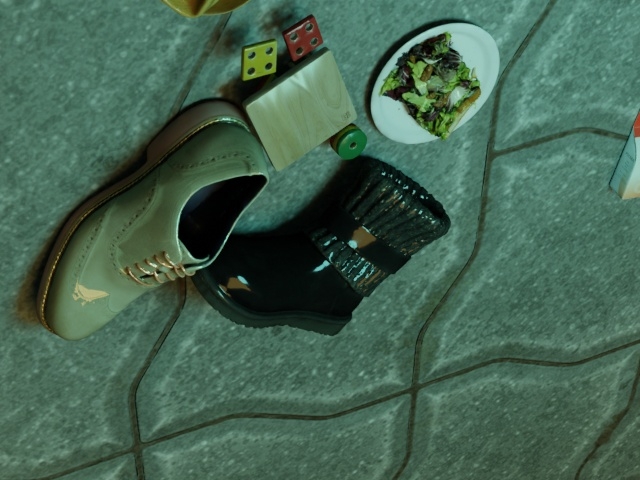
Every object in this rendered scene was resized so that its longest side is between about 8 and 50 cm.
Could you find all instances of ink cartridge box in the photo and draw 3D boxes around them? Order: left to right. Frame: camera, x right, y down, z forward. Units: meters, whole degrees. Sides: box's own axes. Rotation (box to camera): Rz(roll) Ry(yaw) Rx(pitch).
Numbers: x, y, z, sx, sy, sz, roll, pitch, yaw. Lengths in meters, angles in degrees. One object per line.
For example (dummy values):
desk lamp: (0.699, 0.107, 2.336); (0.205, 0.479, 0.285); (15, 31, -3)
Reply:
ink cartridge box: (0.552, -0.151, 2.262); (0.145, 0.045, 0.179); (-9, 136, -26)

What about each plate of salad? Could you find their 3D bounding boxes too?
plate of salad: (0.162, -0.207, 1.955); (0.200, 0.048, 0.199); (-17, 137, -17)

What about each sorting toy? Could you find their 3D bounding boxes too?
sorting toy: (-0.036, -0.182, 1.846); (0.132, 0.046, 0.274); (-35, 140, -8)

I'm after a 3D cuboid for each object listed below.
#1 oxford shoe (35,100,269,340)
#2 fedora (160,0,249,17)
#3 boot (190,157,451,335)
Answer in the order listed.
oxford shoe: (-0.222, 0.002, 1.838); (0.140, 0.146, 0.397); (23, 115, -44)
fedora: (-0.147, -0.312, 1.579); (0.194, 0.079, 0.194); (7, 137, 6)
boot: (-0.001, -0.003, 1.982); (0.260, 0.131, 0.348); (-45, 149, 24)
